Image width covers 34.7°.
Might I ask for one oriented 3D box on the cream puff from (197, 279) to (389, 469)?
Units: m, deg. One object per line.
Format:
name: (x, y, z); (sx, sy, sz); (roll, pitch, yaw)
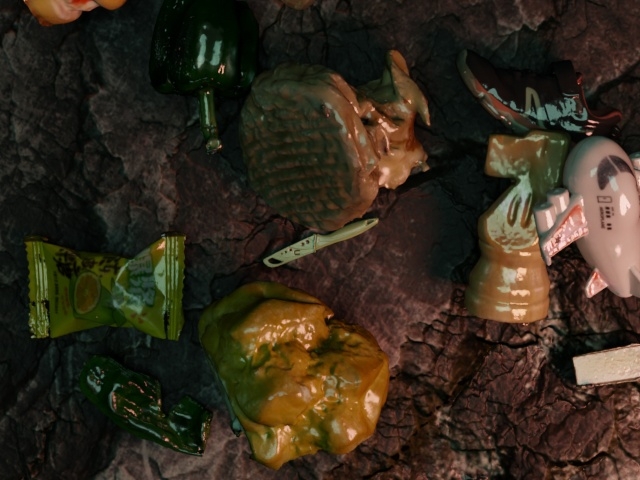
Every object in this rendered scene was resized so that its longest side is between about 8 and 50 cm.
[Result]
cream puff: (-0.041, 0.179, 1.591); (0.270, 0.323, 0.274); (-25, 105, -13)

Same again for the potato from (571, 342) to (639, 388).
potato: (0.459, 0.201, 1.626); (0.122, 0.086, 0.061); (-11, 81, 10)

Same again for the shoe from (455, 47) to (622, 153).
shoe: (0.341, -0.220, 1.572); (0.291, 0.114, 0.137); (33, 104, 0)

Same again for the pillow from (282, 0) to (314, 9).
pillow: (-0.015, -0.472, 1.604); (0.130, 0.033, 0.217); (36, 117, -3)

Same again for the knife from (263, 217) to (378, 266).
knife: (0.000, 0.000, 1.691); (0.207, 0.014, 0.030); (-22, 95, 10)

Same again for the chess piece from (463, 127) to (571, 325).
chess piece: (0.305, -0.027, 1.562); (0.137, 0.137, 0.301); (9, 111, 6)

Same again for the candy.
candy: (-0.360, 0.077, 1.714); (0.297, 0.081, 0.187); (1, 97, 18)

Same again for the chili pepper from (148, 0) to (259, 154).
chili pepper: (-0.185, -0.267, 1.602); (0.165, 0.174, 0.261); (9, 92, 10)

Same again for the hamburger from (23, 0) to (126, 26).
hamburger: (-0.379, -0.493, 1.577); (0.186, 0.261, 0.302); (-16, 53, 3)

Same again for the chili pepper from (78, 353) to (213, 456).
chili pepper: (-0.298, 0.282, 1.729); (0.253, 0.083, 0.099); (29, 90, -1)

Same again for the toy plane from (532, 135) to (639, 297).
toy plane: (0.419, -0.031, 1.480); (0.252, 0.118, 0.252); (-4, 102, -20)

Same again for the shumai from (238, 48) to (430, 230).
shumai: (0.034, -0.177, 1.596); (0.262, 0.314, 0.267); (-36, 93, -35)
